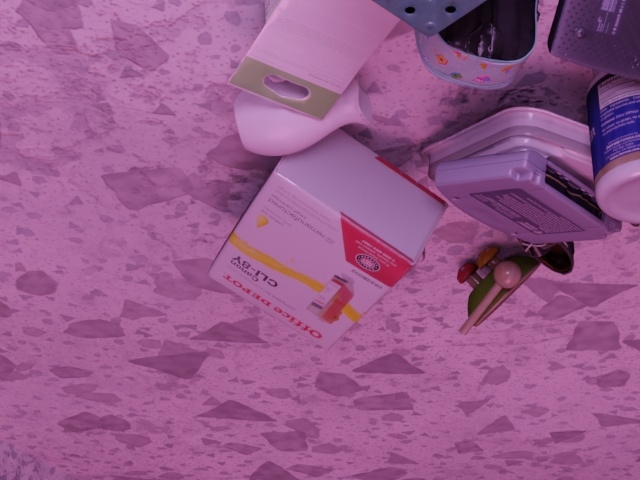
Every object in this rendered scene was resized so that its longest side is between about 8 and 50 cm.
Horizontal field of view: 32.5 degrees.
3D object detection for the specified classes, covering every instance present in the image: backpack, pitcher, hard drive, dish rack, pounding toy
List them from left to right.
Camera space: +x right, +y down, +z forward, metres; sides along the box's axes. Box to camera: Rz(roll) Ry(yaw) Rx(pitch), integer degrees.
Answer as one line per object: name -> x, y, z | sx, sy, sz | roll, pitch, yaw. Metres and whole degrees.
pitcher -> -0.032, -0.224, 1.694 | 0.207, 0.125, 0.177 | -13, 128, 5
backpack -> 0.205, -0.293, 1.471 | 0.166, 0.188, 0.144 | 10, 149, -14
pounding toy -> 0.327, 0.075, 2.161 | 0.183, 0.110, 0.237 | -48, 168, 18
dish rack -> 0.346, -0.111, 1.802 | 0.286, 0.072, 0.333 | 17, 162, -21
hard drive -> 0.438, -0.306, 1.483 | 0.255, 0.054, 0.171 | 9, 107, -15

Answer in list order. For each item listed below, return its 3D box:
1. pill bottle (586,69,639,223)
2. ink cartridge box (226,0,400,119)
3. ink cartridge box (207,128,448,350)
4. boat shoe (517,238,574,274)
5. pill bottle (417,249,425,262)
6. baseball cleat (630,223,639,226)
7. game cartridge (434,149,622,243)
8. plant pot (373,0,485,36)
pill bottle -> 0.467, -0.170, 1.590 | 0.153, 0.264, 0.153 | 3, 149, 2
ink cartridge box -> -0.008, -0.293, 1.569 | 0.171, 0.056, 0.235 | 19, 134, -27
ink cartridge box -> 0.000, 0.000, 1.929 | 0.279, 0.160, 0.384 | 33, 145, -4
boat shoe -> 0.408, -0.011, 2.054 | 0.084, 0.079, 0.233 | -20, 142, 35
pill bottle -> 0.120, 0.004, 2.087 | 0.152, 0.086, 0.086 | -5, 149, 11
baseball cleat -> 0.590, -0.065, 1.918 | 0.206, 0.109, 0.072 | 21, 179, -18
game cartridge -> 0.324, -0.065, 1.751 | 0.196, 0.060, 0.294 | -10, 155, 41
plant pot -> 0.130, -0.374, 1.292 | 0.166, 0.234, 0.166 | 25, 142, -34
